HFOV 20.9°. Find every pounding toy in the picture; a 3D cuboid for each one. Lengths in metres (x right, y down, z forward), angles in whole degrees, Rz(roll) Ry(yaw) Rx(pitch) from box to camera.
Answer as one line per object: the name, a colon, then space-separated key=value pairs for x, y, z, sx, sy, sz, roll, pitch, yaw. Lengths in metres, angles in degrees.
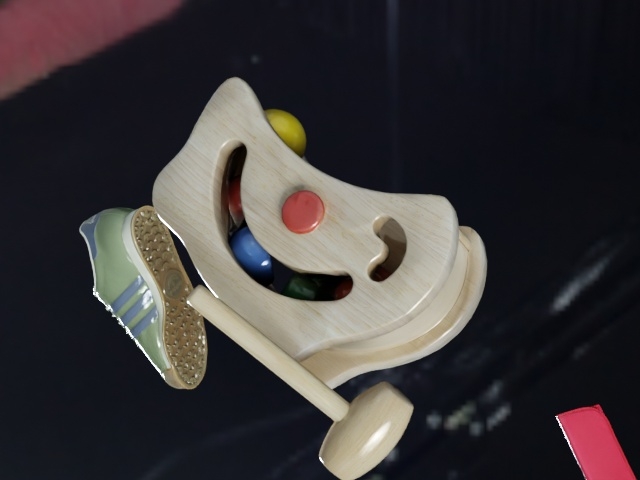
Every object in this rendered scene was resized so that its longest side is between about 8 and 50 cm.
pounding toy: x=0.000 y=0.000 z=1.069 sx=0.154 sy=0.155 sz=0.269 roll=-39 pitch=-118 yaw=5

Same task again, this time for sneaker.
sneaker: x=-0.173 y=0.052 z=1.654 sx=0.086 sy=0.192 sz=0.064 roll=2 pitch=-150 yaw=34

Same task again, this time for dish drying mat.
dish drying mat: x=0.159 y=0.129 z=0.948 sx=0.032 sy=0.008 sz=0.083 roll=-10 pitch=-114 yaw=-32
